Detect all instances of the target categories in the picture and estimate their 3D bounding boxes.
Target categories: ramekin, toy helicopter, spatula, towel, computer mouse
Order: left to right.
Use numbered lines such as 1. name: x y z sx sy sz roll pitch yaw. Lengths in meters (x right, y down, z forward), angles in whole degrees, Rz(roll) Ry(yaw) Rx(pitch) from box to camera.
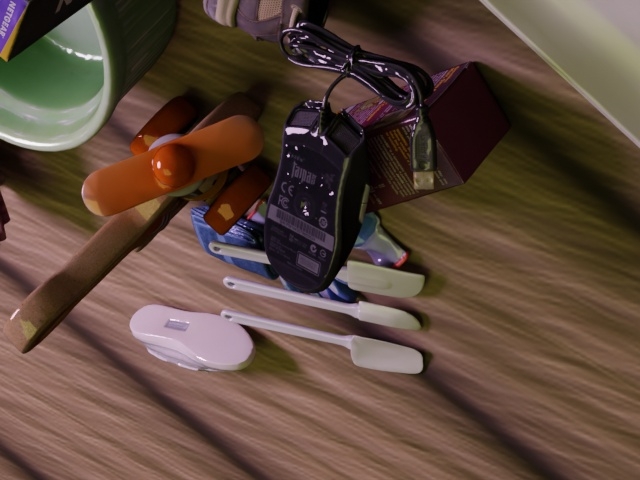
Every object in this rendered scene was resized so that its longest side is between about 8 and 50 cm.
1. ramekin: -0.294 -0.257 1.754 0.303 0.148 0.303 22 136 23
2. toy helicopter: -0.181 -0.022 1.710 0.140 0.355 0.235 44 157 -1
3. towel: -0.095 0.003 1.898 0.119 0.029 0.067 20 139 40
4. spatula: -0.004 0.072 1.867 0.242 0.019 0.168 11 141 12
5. computer mouse: 0.038 -0.064 1.566 0.184 0.060 0.262 22 118 35

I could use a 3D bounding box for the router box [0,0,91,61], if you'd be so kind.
1. router box: -0.276 -0.326 1.556 0.243 0.309 0.081 38 135 6

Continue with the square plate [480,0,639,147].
1. square plate: 0.329 -0.207 1.378 0.344 0.049 0.347 43 140 0

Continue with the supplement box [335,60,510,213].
1. supplement box: 0.074 -0.091 1.639 0.188 0.104 0.081 -16 113 46

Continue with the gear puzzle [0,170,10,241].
1. gear puzzle: -0.416 -0.163 1.962 0.175 0.044 0.339 -120 15 -48

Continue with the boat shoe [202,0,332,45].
1. boat shoe: 0.004 -0.299 1.516 0.130 0.132 0.355 30 148 0

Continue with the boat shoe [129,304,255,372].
1. boat shoe: -0.149 0.129 2.046 0.184 0.066 0.063 8 143 31

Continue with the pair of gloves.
1. pair of gloves: 0.000 0.000 1.842 0.159 0.023 0.198 45 139 -3
